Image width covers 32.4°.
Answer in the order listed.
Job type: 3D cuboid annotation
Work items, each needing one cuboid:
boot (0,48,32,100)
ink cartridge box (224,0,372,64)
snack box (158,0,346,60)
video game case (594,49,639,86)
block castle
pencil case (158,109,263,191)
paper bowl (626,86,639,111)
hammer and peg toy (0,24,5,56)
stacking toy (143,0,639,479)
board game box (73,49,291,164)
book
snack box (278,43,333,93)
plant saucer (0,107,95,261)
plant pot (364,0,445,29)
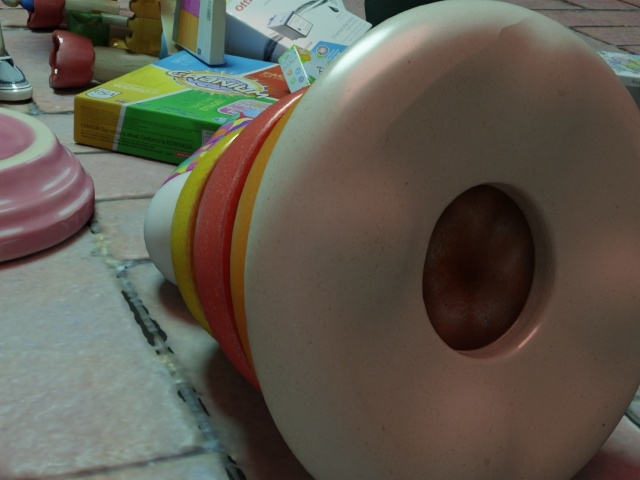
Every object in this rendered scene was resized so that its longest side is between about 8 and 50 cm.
[{"bbox_3d":[-0.473,-0.261,1.569,0.069,0.086,0.190,-16,31,-41],"label":"boot"},{"bbox_3d":[-0.041,-0.308,1.661,0.190,0.082,0.140,32,52,9],"label":"ink cartridge box"},{"bbox_3d":[-0.102,-0.325,1.767,0.321,0.060,0.187,-2,43,-16],"label":"snack box"},{"bbox_3d":[0.379,-0.208,1.340,0.166,0.015,0.119,5,24,-7],"label":"video game case"},{"bbox_3d":[-0.381,-0.435,1.729,0.212,0.303,0.453,3,23,-21],"label":"block castle"},{"bbox_3d":[-0.096,-0.069,1.194,0.104,0.105,0.236,8,24,7],"label":"pencil case"},{"bbox_3d":[0.477,-0.124,1.384,0.284,0.148,0.284,5,25,-2],"label":"paper bowl"},{"bbox_3d":[-0.622,-0.331,1.484,0.361,0.266,0.127,-12,-1,1],"label":"hammer and peg toy"},{"bbox_3d":[0.000,0.000,0.890,0.350,0.351,0.480,-10,11,-31],"label":"stacking toy"},{"bbox_3d":[-0.145,-0.181,1.482,0.242,0.064,0.316,12,24,17],"label":"board game box"},{"bbox_3d":[-0.175,-0.320,1.592,0.035,0.096,0.144,-6,26,-25],"label":"book"},{"bbox_3d":[0.016,-0.198,1.476,0.141,0.037,0.100,13,46,-46],"label":"snack box"},{"bbox_3d":[-0.405,-0.072,1.154,0.332,0.084,0.332,5,23,-2],"label":"plant saucer"},{"bbox_3d":[0.172,-0.356,1.828,0.166,0.188,0.188,1,21,19],"label":"plant pot"}]
